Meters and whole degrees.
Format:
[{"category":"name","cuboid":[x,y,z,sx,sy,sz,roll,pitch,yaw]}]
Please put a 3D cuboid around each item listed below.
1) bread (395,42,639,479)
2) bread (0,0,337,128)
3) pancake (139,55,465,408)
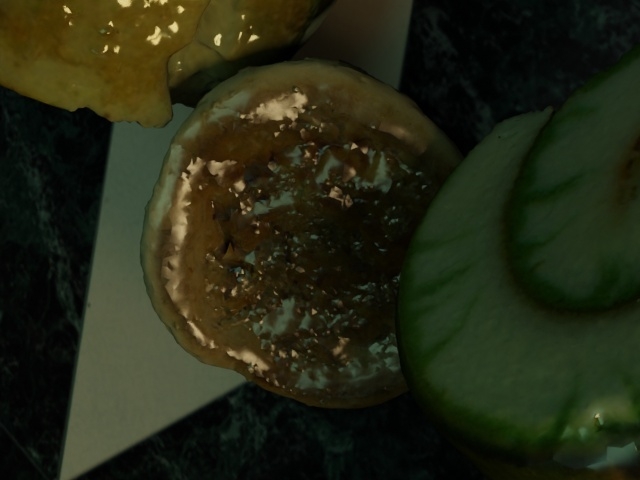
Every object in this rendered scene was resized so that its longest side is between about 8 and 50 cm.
[{"category":"bread","cuboid":[0.225,0.015,1.124,0.382,0.129,0.366,19,70,53]},{"category":"bread","cuboid":[-0.134,-0.261,1.375,0.239,0.264,0.395,-57,25,22]},{"category":"pancake","cuboid":[0.000,0.000,1.307,0.282,0.049,0.282,0,111,-1]}]
